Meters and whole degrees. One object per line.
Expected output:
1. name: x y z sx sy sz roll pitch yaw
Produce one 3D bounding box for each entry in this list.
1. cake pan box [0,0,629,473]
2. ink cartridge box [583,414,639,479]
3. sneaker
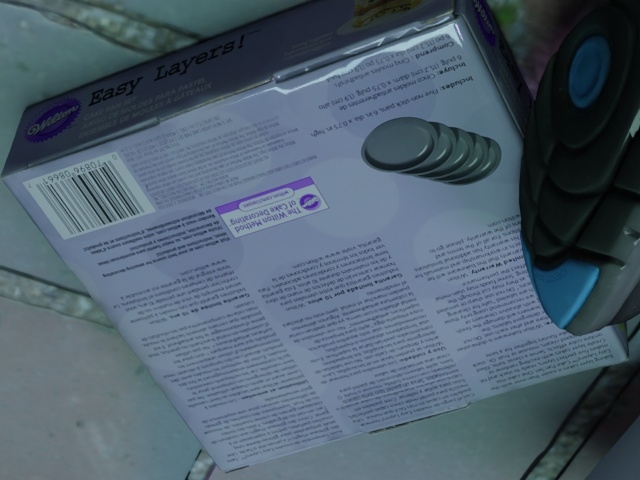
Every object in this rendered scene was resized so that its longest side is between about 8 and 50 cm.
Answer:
1. cake pan box: 0.000 0.000 0.897 0.267 0.070 0.245 -19 125 20
2. ink cartridge box: 0.352 0.202 0.937 0.395 0.151 0.270 32 104 -23
3. sneaker: 0.200 -0.092 0.733 0.140 0.125 0.340 11 122 -25
